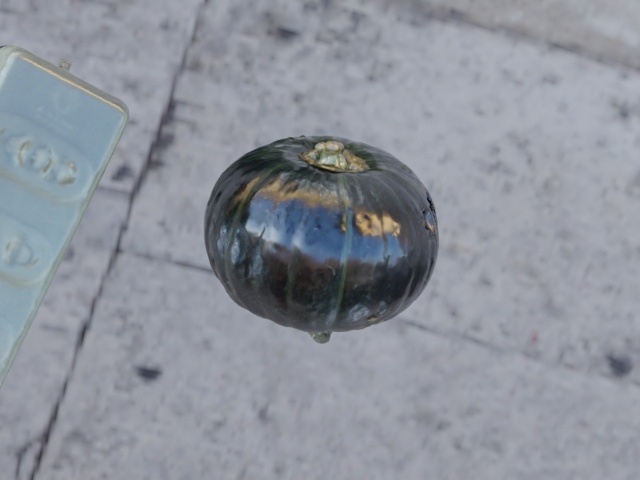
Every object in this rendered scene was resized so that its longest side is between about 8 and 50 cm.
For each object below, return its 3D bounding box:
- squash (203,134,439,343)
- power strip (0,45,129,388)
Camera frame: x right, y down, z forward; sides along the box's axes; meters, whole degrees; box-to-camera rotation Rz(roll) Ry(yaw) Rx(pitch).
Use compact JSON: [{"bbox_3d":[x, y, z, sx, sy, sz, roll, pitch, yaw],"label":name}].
[{"bbox_3d":[0.000,-0.006,1.473,0.193,0.156,0.193,9,41,-8],"label":"squash"},{"bbox_3d":[-0.231,-0.013,1.333,0.105,0.256,0.070,28,-8,-28],"label":"power strip"}]
